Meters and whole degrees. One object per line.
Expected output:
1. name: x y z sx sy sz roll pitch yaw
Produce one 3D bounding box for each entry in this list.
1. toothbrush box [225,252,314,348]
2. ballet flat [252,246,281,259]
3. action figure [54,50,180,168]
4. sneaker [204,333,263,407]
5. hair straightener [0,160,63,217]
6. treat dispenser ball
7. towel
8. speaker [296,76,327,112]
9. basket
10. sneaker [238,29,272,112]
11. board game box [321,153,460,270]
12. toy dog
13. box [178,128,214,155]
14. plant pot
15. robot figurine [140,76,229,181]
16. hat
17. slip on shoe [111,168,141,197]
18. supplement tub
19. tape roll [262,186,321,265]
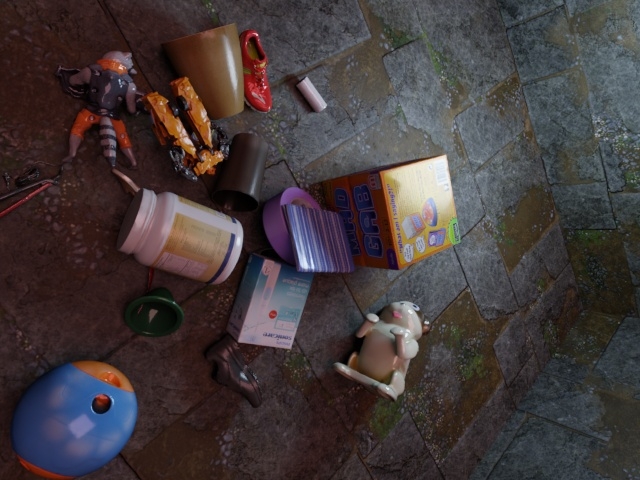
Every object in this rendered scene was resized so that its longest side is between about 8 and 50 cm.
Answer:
1. toothbrush box: -0.178 0.216 1.488 0.216 0.126 0.295 19 90 -34
2. ballet flat: -0.182 0.050 1.546 0.173 0.049 0.057 -15 99 -33
3. action figure: -0.566 -0.374 1.203 0.341 0.178 0.330 2 99 -34
4. sneaker: -0.302 0.471 1.456 0.130 0.109 0.286 -31 99 -23
5. hair straightener: -0.803 -0.148 1.118 0.230 0.047 0.089 -43 114 -26
6. treat dispenser ball: -0.639 0.465 1.101 0.288 0.288 0.288 -1 92 -34
7. towel: 0.000 0.000 1.489 0.336 0.040 0.243 6 66 -53
8. speaker: -0.036 -0.566 1.625 0.136 0.055 0.055 49 66 -24
9. basket: -0.260 -0.233 1.414 0.154 0.204 0.227 19 72 -22
10. sneaker: -0.228 -0.587 1.454 0.107 0.118 0.279 -23 104 -31
11. board game box: 0.277 -0.116 1.669 0.356 0.356 0.356 -19 102 -33
12. toy dog: 0.310 0.447 1.761 0.395 0.285 0.408 45 67 -41
13. box: -0.412 -0.318 1.376 0.059 0.054 0.169 31 75 -31
14. plant pot: -0.344 -0.527 1.334 0.237 0.237 0.254 -32 123 -29
15. robot figurine: -0.402 -0.328 1.275 0.211 0.085 0.291 -43 128 -29
16. hat: -0.515 0.174 1.339 0.173 0.183 0.208 23 120 -26
17. slip on shoe: -0.582 -0.162 1.271 0.041 0.051 0.135 -50 123 -10
18. supplement tub: -0.422 -0.011 1.273 0.316 0.228 0.228 23 78 -32
19. tape roll: -0.081 -0.051 1.512 0.275 0.090 0.274 35 43 -41
